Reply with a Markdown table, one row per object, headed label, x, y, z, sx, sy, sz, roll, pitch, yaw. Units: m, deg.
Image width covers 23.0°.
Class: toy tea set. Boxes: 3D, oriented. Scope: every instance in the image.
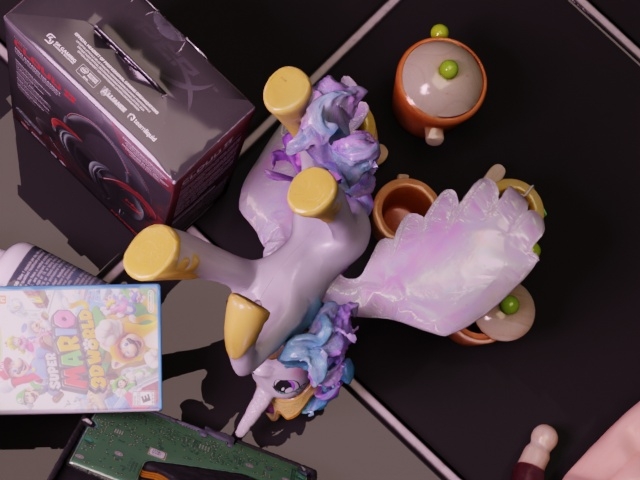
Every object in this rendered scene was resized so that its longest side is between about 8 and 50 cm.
| label | x | y | z | sx | sy | sz | roll | pitch | yaw |
| --- | --- | --- | --- | --- | --- | --- | --- | --- | --- |
| toy tea set | 0.132 | -0.056 | 1.606 | 0.200 | 0.124 | 0.336 | -33 | 82 | -16 |

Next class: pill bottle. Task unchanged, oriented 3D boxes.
| label | x | y | z | sx | sy | sz | roll | pitch | yaw |
| --- | --- | --- | --- | --- | --- | --- | --- | --- | --- |
| pill bottle | -0.276 | 0.064 | 1.516 | 0.180 | 0.108 | 0.108 | 28 | 73 | -1 |

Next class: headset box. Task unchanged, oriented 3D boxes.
| label | x | y | z | sx | sy | sz | roll | pitch | yaw |
| --- | --- | --- | --- | --- | --- | --- | --- | --- | --- |
| headset box | -0.185 | -0.128 | 1.486 | 0.218 | 0.293 | 0.110 | 44 | 73 | 3 |

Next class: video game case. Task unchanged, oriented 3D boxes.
| label | x | y | z | sx | sy | sz | roll | pitch | yaw |
| --- | --- | --- | --- | --- | --- | --- | --- | --- | --- |
| video game case | -0.230 | 0.100 | 1.452 | 0.166 | 0.015 | 0.119 | -1 | 80 | -6 |

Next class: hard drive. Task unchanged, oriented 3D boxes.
| label | x | y | z | sx | sy | sz | roll | pitch | yaw |
| --- | --- | --- | --- | --- | --- | --- | --- | --- | --- |
| hard drive | -0.127 | 0.249 | 1.383 | 0.237 | 0.339 | 0.064 | 22 | 105 | -3 |

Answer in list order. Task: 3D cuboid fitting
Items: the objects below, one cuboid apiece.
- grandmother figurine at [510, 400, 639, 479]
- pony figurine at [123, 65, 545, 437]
| label | x | y | z | sx | sy | sz | roll | pitch | yaw |
| --- | --- | --- | --- | --- | --- | --- | --- | --- | --- |
| grandmother figurine | 0.269 | 0.276 | 1.555 | 0.342 | 0.104 | 0.208 | -36 | 48 | -12 |
| pony figurine | 0.000 | 0.000 | 1.446 | 0.303 | 0.363 | 0.351 | 33 | 76 | 23 |
